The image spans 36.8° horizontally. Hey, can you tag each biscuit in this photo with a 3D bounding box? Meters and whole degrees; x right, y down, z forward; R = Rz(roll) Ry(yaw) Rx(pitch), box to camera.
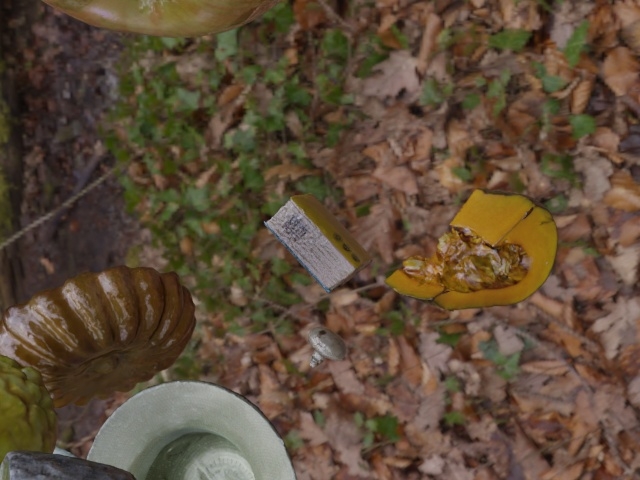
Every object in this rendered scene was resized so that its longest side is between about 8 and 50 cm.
[{"bbox_3d":[-0.344,0.162,1.483,0.326,0.325,0.107,-47,53,37],"label":"biscuit"}]

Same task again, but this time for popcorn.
[{"bbox_3d":[-0.433,0.247,1.192,0.204,0.221,0.184,35,142,12],"label":"popcorn"}]

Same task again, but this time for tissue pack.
[{"bbox_3d":[0.000,0.000,1.646,0.082,0.120,0.169,-45,82,16],"label":"tissue pack"}]

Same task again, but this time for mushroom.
[{"bbox_3d":[0.005,0.211,1.860,0.085,0.085,0.079,39,93,28],"label":"mushroom"}]

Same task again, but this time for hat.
[{"bbox_3d":[-0.125,0.285,1.070,0.257,0.130,0.257,-3,81,16],"label":"hat"}]

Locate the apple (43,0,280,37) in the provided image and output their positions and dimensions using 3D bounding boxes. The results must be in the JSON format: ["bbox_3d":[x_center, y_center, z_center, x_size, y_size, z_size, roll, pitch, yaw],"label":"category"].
[{"bbox_3d":[-0.156,-0.408,0.981,0.391,0.391,0.347,-9,66,42],"label":"apple"}]

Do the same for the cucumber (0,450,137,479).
[{"bbox_3d":[-0.210,0.208,0.797,0.064,0.112,0.064,-35,48,51],"label":"cucumber"}]

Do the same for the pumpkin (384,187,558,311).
[{"bbox_3d":[0.263,0.008,1.606,0.139,0.280,0.190,28,113,51],"label":"pumpkin"}]

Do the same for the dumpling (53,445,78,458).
[{"bbox_3d":[-0.500,0.446,1.714,0.219,0.153,0.108,36,151,7],"label":"dumpling"}]
